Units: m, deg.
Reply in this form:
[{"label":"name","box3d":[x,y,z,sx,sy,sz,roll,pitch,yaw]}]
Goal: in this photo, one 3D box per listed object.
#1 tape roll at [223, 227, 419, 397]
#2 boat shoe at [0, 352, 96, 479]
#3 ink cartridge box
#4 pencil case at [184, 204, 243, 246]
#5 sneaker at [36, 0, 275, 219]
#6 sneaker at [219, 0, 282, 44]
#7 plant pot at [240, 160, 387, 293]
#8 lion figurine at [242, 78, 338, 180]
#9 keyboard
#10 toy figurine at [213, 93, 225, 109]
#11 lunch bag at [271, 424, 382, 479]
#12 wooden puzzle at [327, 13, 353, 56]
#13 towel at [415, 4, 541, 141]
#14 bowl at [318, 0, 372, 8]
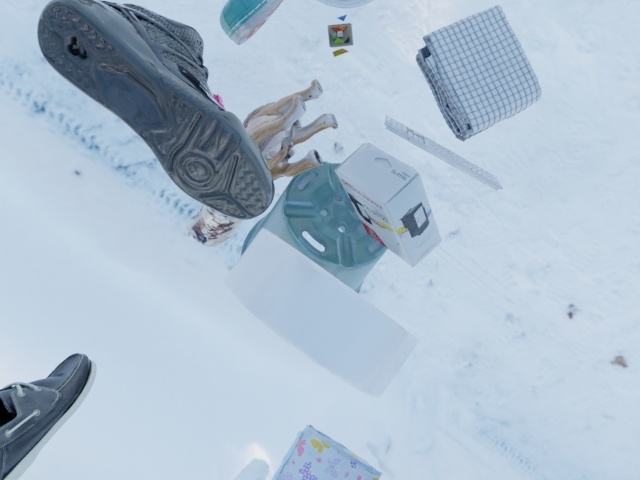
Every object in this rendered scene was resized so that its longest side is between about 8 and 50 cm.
[{"label":"tape roll","box3d":[0.001,0.102,0.709,0.286,0.286,0.100,37,85,-13]},{"label":"boat shoe","box3d":[-0.354,0.203,0.582,0.084,0.233,0.079,-22,108,16]},{"label":"ink cartridge box","box3d":[0.111,-0.056,0.781,0.072,0.127,0.175,-42,138,-7]},{"label":"pencil case","box3d":[-0.334,-0.139,1.721,0.184,0.159,0.410,14,136,-33]},{"label":"sneaker","box3d":[-0.117,-0.124,0.437,0.227,0.130,0.087,42,122,-9]},{"label":"sneaker","box3d":[-0.071,-0.403,0.648,0.121,0.108,0.302,34,71,-22]},{"label":"plant pot","box3d":[0.000,0.000,1.158,0.341,0.341,0.334,23,152,-7]},{"label":"lion figurine","box3d":[-0.102,-0.185,0.923,0.240,0.392,0.142,-22,105,20]},{"label":"keyboard","box3d":[0.234,-0.170,0.925,0.256,0.072,0.014,28,122,-5]},{"label":"toy figurine","box3d":[-0.339,-0.357,1.321,0.173,0.159,0.130,48,141,-14]},{"label":"lunch bag","box3d":[0.001,0.219,0.444,0.083,0.053,0.071,35,73,-11]},{"label":"wooden puzzle","box3d":[0.059,-0.598,1.407,0.079,0.014,0.116,-12,89,-3]},{"label":"towel","box3d":[0.407,-0.434,1.269,0.235,0.121,0.283,-27,88,-8]},{"label":"bowl","box3d":[0.025,-0.667,1.086,0.298,0.134,0.297,-4,102,-19]}]
